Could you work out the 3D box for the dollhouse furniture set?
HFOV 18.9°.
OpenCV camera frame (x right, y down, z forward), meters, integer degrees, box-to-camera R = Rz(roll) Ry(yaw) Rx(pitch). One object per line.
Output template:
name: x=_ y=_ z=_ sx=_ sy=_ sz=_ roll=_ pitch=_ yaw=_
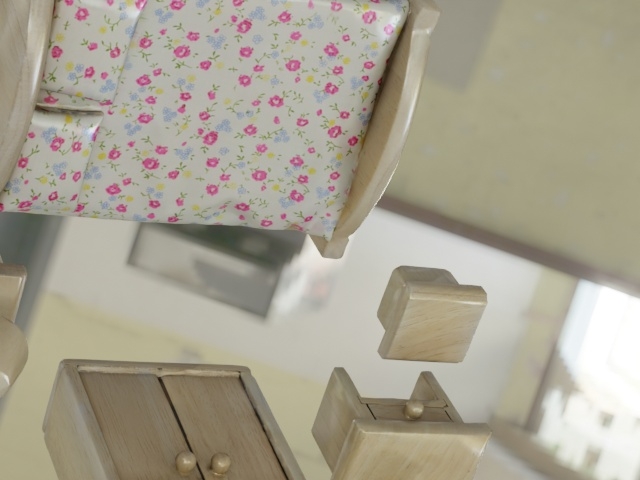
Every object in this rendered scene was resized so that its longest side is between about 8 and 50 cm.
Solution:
dollhouse furniture set: x=0.000 y=0.000 z=0.848 sx=0.303 sy=0.355 sz=0.174 roll=5 pitch=-148 yaw=-26
